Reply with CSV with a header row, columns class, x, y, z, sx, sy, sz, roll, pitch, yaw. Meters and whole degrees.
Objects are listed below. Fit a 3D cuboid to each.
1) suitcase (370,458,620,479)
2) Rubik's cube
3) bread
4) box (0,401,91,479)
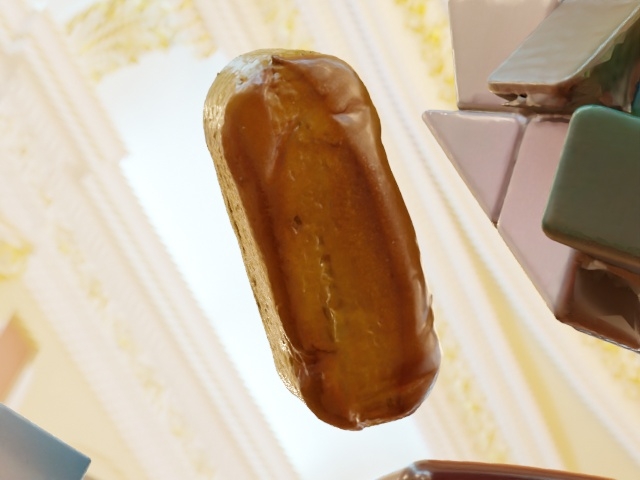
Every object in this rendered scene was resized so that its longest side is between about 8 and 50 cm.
class,x,y,z,sx,sy,sz,roll,pitch,yaw
suitcase,0.128,0.284,1.598,0.236,0.161,0.297,7,-17,-13
Rubik's cube,0.287,-0.096,1.322,0.358,0.387,0.368,22,-7,-34
bread,0.000,0.000,1.154,0.094,0.102,0.245,25,-47,64
box,-0.263,0.203,1.189,0.142,0.232,0.083,33,-34,-9
